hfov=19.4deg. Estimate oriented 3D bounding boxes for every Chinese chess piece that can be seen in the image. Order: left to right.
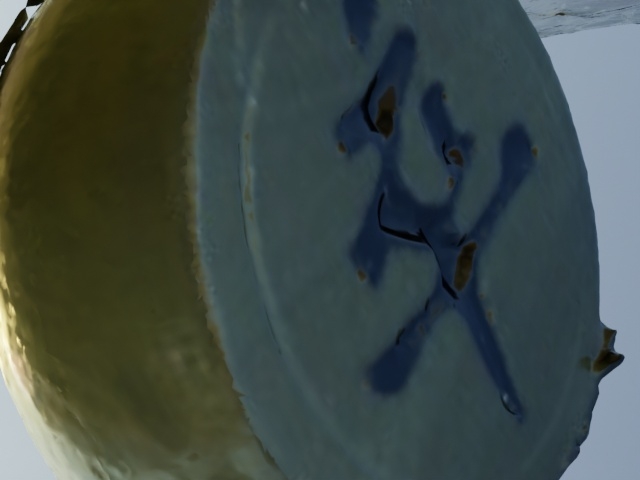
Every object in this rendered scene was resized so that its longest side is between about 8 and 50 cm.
[{"bbox_3d":[0.000,0.000,0.482,0.083,0.188,0.188,-9,-129,38],"label":"Chinese chess piece"}]

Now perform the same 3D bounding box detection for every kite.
[{"bbox_3d":[0.029,-0.141,1.119,0.360,0.204,0.022,6,-76,31],"label":"kite"}]
